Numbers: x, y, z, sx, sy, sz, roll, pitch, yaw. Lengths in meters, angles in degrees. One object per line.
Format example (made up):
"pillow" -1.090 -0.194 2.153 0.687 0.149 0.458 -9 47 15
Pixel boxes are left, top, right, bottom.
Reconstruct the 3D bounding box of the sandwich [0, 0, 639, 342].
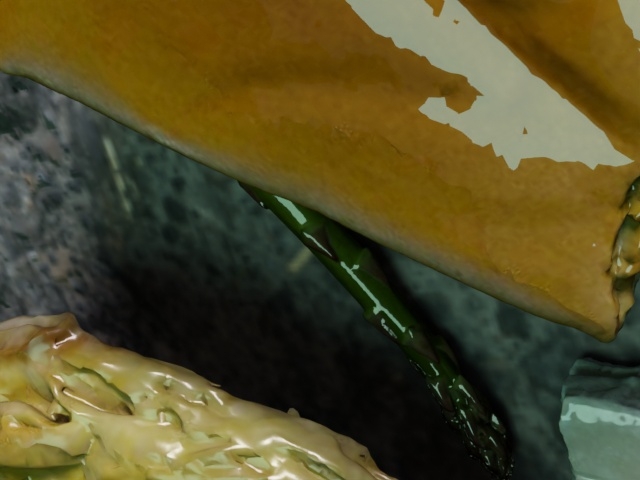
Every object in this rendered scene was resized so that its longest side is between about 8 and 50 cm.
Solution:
"sandwich" 0.038 -0.074 0.399 0.227 0.155 0.198 -30 100 36

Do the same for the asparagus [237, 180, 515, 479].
"asparagus" 0.000 0.000 0.543 0.248 0.024 0.025 49 169 -5

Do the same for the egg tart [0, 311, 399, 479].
"egg tart" -0.052 0.178 0.604 0.341 0.129 0.341 11 119 21

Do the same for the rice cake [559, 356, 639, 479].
"rice cake" 0.195 0.111 0.496 0.211 0.038 0.124 3 117 25
